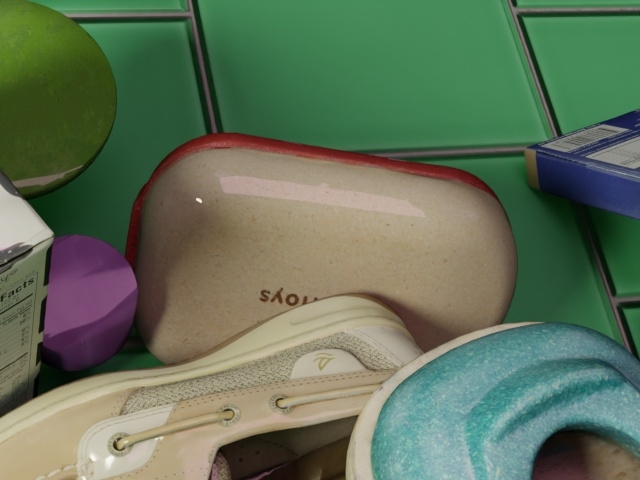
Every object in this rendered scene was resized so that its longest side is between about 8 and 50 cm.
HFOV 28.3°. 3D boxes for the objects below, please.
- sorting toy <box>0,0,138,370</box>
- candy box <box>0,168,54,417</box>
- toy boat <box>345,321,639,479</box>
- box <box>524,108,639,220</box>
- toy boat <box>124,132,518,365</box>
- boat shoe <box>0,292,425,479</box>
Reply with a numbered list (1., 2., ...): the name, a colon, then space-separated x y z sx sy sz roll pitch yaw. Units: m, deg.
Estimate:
1. sorting toy: -0.197 -0.079 0.758 0.127 0.126 0.365 -18 71 -19
2. candy box: -0.210 0.014 0.625 0.071 0.233 0.159 -34 73 -29
3. toy boat: 0.075 0.173 0.513 0.318 0.148 0.267 -23 70 -29
4. box: 0.255 -0.046 0.818 0.136 0.225 0.036 -19 110 -24
5. toy boat: 0.000 0.000 0.766 0.231 0.151 0.151 9 30 -10
6. boat shoe: -0.073 0.126 0.639 0.302 0.109 0.098 -22 36 -14
